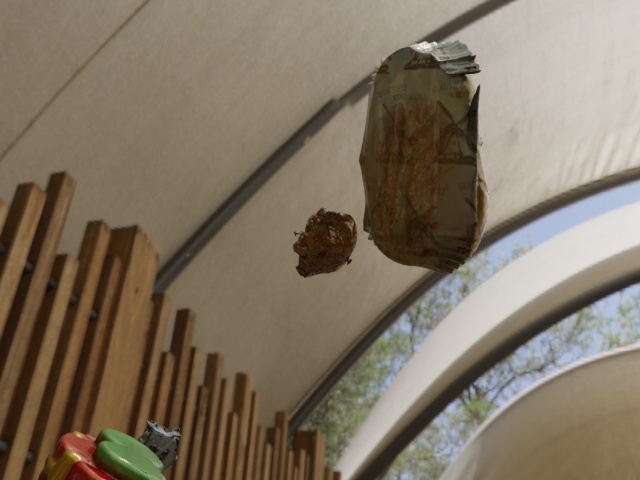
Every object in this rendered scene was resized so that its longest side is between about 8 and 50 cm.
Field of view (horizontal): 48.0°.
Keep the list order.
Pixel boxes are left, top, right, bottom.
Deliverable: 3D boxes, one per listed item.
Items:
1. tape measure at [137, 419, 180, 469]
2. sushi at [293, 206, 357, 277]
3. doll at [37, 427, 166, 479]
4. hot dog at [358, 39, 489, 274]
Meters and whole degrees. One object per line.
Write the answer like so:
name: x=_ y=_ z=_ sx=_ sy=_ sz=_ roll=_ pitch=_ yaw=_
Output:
tape measure: x=-0.327 y=0.415 z=1.445 sx=0.091 sy=0.094 sz=0.054 roll=22 pitch=6 yaw=-28
sushi: x=0.001 y=0.003 z=0.770 sx=0.060 sy=0.062 sz=0.118 roll=0 pitch=-46 yaw=-22
doll: x=-0.267 y=0.347 z=0.647 sx=0.160 sy=0.363 sz=0.182 roll=25 pitch=-5 yaw=-19
hot dog: x=0.119 y=-0.096 z=0.835 sx=0.162 sy=0.271 sz=0.081 roll=3 pitch=6 yaw=38
